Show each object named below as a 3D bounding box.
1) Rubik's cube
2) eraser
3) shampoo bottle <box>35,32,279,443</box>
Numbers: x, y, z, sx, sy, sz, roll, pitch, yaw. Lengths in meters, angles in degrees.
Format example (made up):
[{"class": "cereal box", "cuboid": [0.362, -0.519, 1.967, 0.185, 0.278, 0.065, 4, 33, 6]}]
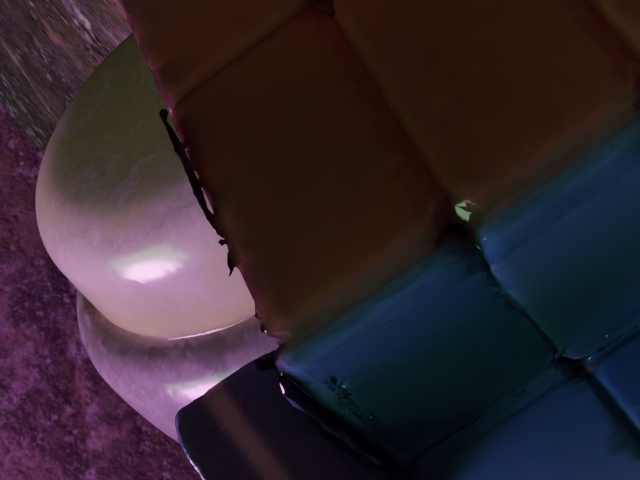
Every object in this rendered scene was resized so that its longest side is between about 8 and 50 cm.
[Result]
[{"class": "Rubik's cube", "cuboid": [0.088, -0.041, 0.582, 0.231, 0.224, 0.221, 44, -166, -48]}, {"class": "eraser", "cuboid": [0.008, 0.078, 0.573, 0.082, 0.036, 0.225, 53, -170, 7]}, {"class": "shampoo bottle", "cuboid": [0.000, 0.000, 0.953, 0.317, 0.322, 0.322, 47, 170, -36]}]
